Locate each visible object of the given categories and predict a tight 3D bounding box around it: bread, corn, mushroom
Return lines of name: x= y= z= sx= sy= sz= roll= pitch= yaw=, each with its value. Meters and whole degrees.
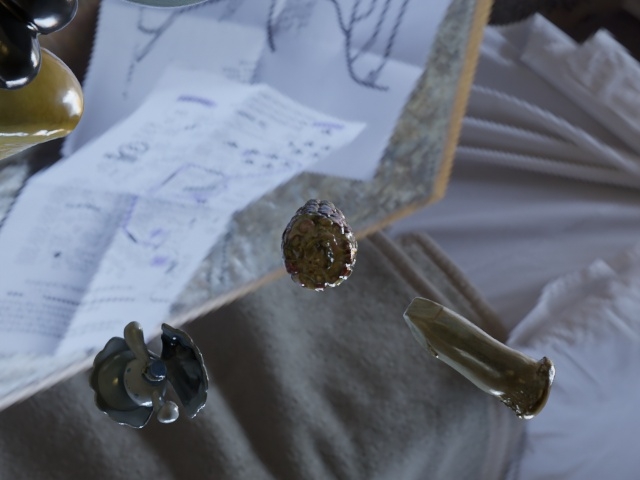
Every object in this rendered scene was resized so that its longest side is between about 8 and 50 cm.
bread: x=-0.285 y=-0.111 z=0.942 sx=0.147 sy=0.217 sz=0.098 roll=-6 pitch=90 yaw=-38
corn: x=0.000 y=0.000 z=1.451 sx=0.092 sy=0.092 sz=0.280 roll=-48 pitch=-176 yaw=7
mushroom: x=0.197 y=0.140 z=1.478 sx=0.084 sy=0.209 sz=0.071 roll=-56 pitch=172 yaw=-7

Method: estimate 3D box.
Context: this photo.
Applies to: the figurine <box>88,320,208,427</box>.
figurine: x=-0.141 y=0.112 z=0.995 sx=0.082 sy=0.094 sz=0.086 roll=-20 pitch=-173 yaw=-37

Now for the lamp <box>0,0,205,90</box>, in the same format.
lamp: x=-0.122 y=-0.209 z=0.694 sx=0.244 sy=0.197 sz=0.198 roll=-35 pitch=154 yaw=20
